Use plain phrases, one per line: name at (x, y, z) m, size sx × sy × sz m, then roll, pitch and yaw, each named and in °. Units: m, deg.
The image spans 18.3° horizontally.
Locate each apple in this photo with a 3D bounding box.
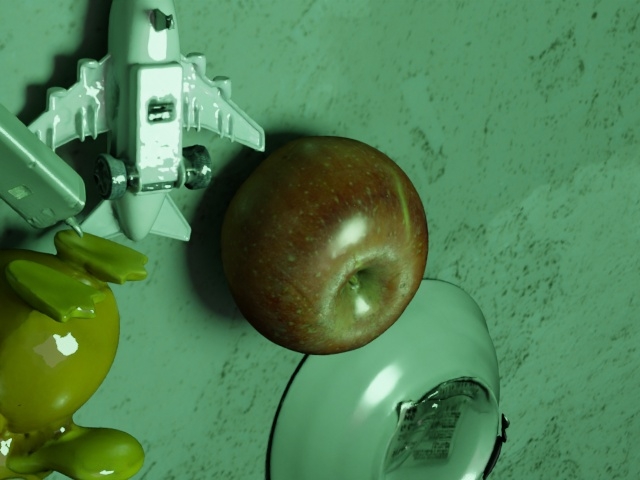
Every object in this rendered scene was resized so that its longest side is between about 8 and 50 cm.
apple at (0.000, 0.000, 1.828) m, size 0.201 × 0.162 × 0.201 m, roll -22°, pitch 134°, yaw -24°

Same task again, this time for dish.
dish at (0.096, 0.203, 2.065) m, size 0.316 × 0.106 × 0.316 m, roll -22°, pitch 126°, yaw -34°

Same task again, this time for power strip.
power strip at (-0.266, -0.080, 1.568) m, size 0.252 × 0.060 × 0.027 m, roll 45°, pitch 36°, yaw -37°

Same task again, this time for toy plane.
toy plane at (-0.147, -0.108, 1.663) m, size 0.251 × 0.101 × 0.255 m, roll -7°, pitch 117°, yaw -29°

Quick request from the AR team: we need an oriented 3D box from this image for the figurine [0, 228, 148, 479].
figurine at (-0.246, 0.112, 1.643) m, size 0.215 × 0.215 × 0.228 m, roll -14°, pitch 109°, yaw -39°
